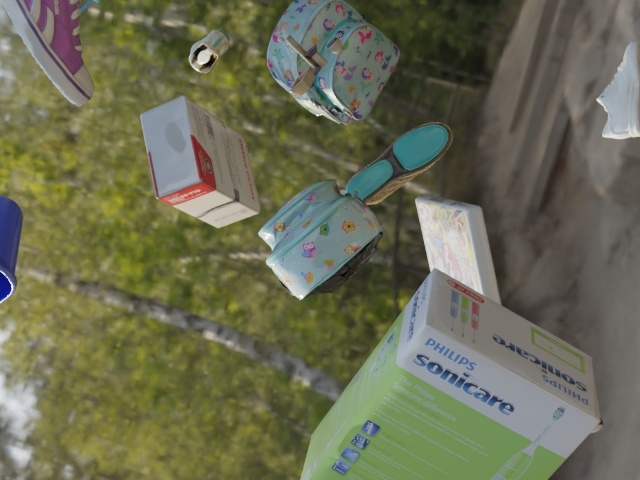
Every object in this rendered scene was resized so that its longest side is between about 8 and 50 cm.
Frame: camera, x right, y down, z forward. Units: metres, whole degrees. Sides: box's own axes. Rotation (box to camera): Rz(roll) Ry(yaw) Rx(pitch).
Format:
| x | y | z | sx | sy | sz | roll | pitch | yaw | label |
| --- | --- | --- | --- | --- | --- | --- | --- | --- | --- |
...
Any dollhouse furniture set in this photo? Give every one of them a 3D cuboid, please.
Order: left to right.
| x | y | z | sx | sy | sz | roll | pitch | yaw | label |
| --- | --- | --- | --- | --- | --- | --- | --- | --- | --- |
| -0.029 | -0.287 | 1.608 | 0.091 | 0.081 | 0.114 | -40 | 15 | 26 | dollhouse furniture set |

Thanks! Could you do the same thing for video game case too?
| x | y | z | sx | sy | sz | roll | pitch | yaw | label |
| --- | --- | --- | --- | --- | --- | --- | --- | --- | --- |
| 0.190 | 0.056 | 1.396 | 0.206 | 0.026 | 0.227 | -153 | 50 | -76 | video game case |

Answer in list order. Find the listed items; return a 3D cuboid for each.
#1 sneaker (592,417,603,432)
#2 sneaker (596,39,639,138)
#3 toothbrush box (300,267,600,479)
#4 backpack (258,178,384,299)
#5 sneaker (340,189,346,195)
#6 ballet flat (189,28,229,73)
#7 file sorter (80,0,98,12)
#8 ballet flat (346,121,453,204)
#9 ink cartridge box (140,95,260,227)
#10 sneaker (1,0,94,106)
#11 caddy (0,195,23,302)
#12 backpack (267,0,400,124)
| x | y | z | sx | sy | sz | roll | pitch | yaw | label |
| --- | --- | --- | --- | --- | --- | --- | --- | --- | --- |
| 0.469 | 0.372 | 2.040 | 0.057 | 0.161 | 0.075 | -92 | -2 | -57 | sneaker |
| 0.585 | -0.294 | 2.026 | 0.080 | 0.094 | 0.212 | 37 | -125 | -44 | sneaker |
| 0.132 | 0.206 | 1.130 | 0.283 | 0.206 | 0.122 | -58 | 7 | 30 | toothbrush box |
| 0.000 | 0.000 | 1.461 | 0.166 | 0.144 | 0.188 | -38 | 6 | 6 | backpack |
| 0.047 | -0.044 | 2.043 | 0.152 | 0.061 | 0.054 | -104 | 26 | -47 | sneaker |
| -0.215 | -0.339 | 1.912 | 0.052 | 0.057 | 0.168 | -53 | 9 | -23 | ballet flat |
| -0.474 | -0.452 | 1.749 | 0.104 | 0.170 | 0.118 | -41 | -24 | 7 | file sorter |
| 0.134 | -0.125 | 1.715 | 0.067 | 0.206 | 0.073 | 11 | -129 | -64 | ballet flat |
| -0.249 | -0.159 | 2.204 | 0.273 | 0.114 | 0.197 | 28 | -135 | -64 | ink cartridge box |
| -0.339 | -0.328 | 1.390 | 0.282 | 0.161 | 0.102 | 65 | 173 | -23 | sneaker |
| -0.626 | 0.036 | 1.679 | 0.341 | 0.241 | 0.179 | -30 | 49 | 48 | caddy |
| 0.022 | -0.378 | 2.151 | 0.253 | 0.191 | 0.225 | 35 | -98 | -41 | backpack |
